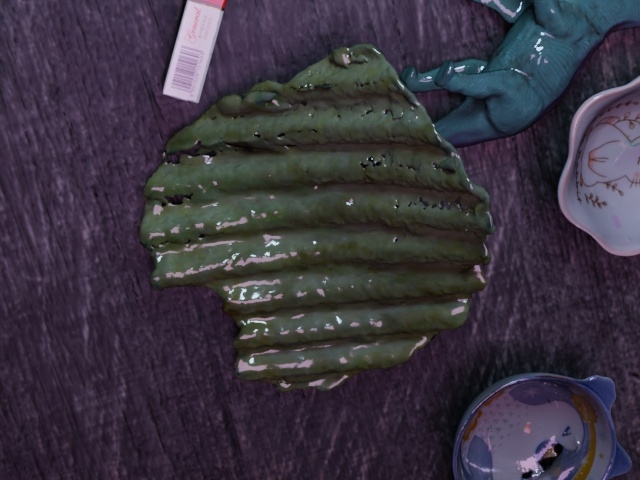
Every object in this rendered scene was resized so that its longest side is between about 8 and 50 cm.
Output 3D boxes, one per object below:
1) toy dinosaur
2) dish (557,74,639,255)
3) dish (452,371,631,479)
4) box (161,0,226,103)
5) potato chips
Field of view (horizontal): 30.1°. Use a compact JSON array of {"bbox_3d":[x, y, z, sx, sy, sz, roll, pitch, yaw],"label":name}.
[{"bbox_3d":[0.276,-0.171,1.358,0.330,0.129,0.384,26,102,-21],"label":"toy dinosaur"},{"bbox_3d":[0.363,-0.100,1.386,0.229,0.081,0.229,-6,113,-14],"label":"dish"},{"bbox_3d":[0.255,0.256,1.465,0.236,0.086,0.228,-22,108,-3],"label":"dish"},{"bbox_3d":[-0.132,-0.230,1.274,0.048,0.100,0.152,12,103,-13],"label":"box"},{"bbox_3d":[0.006,-0.005,1.317,0.389,0.097,0.373,-28,107,25],"label":"potato chips"}]
